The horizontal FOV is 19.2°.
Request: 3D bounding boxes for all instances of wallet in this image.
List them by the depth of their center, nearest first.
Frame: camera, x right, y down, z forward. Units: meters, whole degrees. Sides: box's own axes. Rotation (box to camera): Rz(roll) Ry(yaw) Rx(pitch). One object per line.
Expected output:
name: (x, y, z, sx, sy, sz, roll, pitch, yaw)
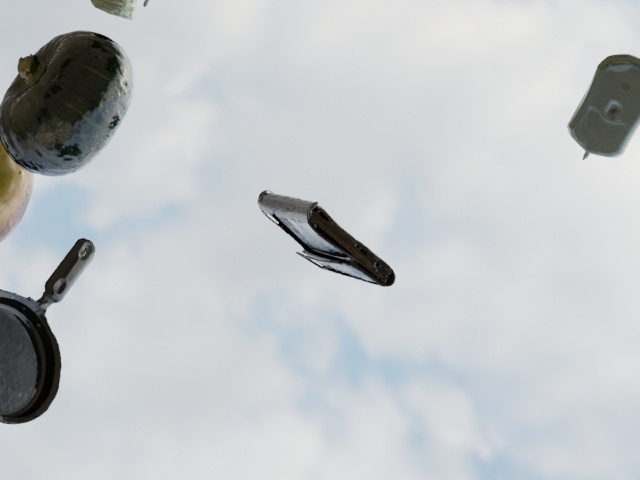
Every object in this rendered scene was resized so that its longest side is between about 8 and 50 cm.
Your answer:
wallet: (0.000, 0.000, 2.215, 0.039, 0.133, 0.243, -49, -165, -6)

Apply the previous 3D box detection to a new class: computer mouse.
computer mouse: (0.376, -0.172, 2.401, 0.089, 0.182, 0.056, 31, -137, 7)

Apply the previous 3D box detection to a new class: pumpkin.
pumpkin: (-0.270, -0.147, 2.004, 0.167, 0.125, 0.167, -62, -171, 19)

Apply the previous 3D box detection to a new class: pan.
pan: (-0.293, 0.084, 1.900, 0.028, 0.136, 0.235, -15, -148, 43)

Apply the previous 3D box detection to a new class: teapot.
teapot: (-0.220, -0.298, 2.153, 0.083, 0.067, 0.057, -68, -158, 14)

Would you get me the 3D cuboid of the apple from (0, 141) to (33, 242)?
apple: (-0.473, -0.078, 2.344, 0.173, 0.235, 0.210, -9, -107, 38)
